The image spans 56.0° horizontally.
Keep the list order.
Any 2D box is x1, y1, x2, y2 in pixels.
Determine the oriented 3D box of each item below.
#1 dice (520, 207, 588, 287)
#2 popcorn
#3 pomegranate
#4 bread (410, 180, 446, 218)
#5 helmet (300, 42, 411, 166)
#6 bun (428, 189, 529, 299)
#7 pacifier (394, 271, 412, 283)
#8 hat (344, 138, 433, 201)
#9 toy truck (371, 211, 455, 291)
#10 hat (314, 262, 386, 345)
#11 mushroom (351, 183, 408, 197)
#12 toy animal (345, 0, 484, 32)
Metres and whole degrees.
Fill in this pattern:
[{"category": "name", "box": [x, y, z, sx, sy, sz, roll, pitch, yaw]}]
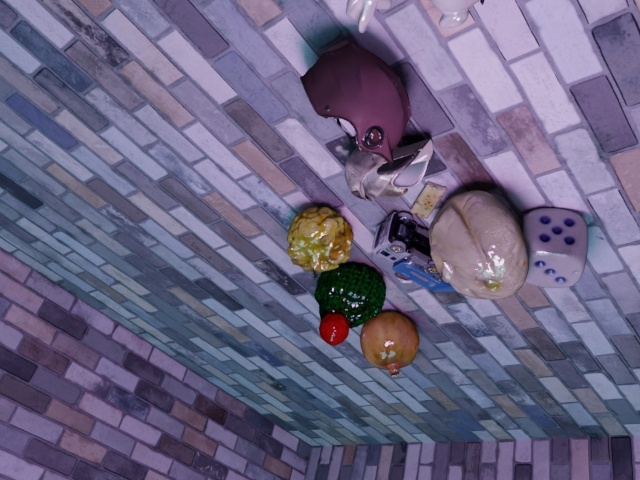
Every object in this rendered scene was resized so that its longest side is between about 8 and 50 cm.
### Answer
[{"category": "dice", "box": [0.714, 0.024, 1.866, 0.192, 0.194, 0.193, 6, 142, 12]}, {"category": "popcorn", "box": [-0.007, 0.005, 2.094, 0.249, 0.225, 0.249, 10, 138, 9]}, {"category": "pomegranate", "box": [0.291, 0.437, 2.519, 0.229, 0.270, 0.252, -26, 135, 33]}, {"category": "bread", "box": [0.347, -0.129, 1.943, 0.068, 0.028, 0.154, 21, 142, -4]}, {"category": "helmet", "box": [0.118, -0.364, 1.545, 0.338, 0.271, 0.197, 34, 109, -19]}, {"category": "bun", "box": [0.464, 0.030, 1.847, 0.219, 0.365, 0.365, -27, 144, -14]}, {"category": "pacifier", "box": [0.327, 0.121, 2.267, 0.099, 0.081, 0.078, 4, 116, -24]}, {"category": "hat", "box": [0.200, -0.229, 1.761, 0.275, 0.161, 0.232, -24, 171, 16]}, {"category": "toy truck", "box": [0.350, 0.052, 2.086, 0.367, 0.146, 0.175, 30, 146, -19]}, {"category": "hat", "box": [0.098, 0.264, 2.308, 0.274, 0.332, 0.242, -7, 137, 32]}, {"category": "mushroom", "box": [0.187, -0.166, 1.942, 0.202, 0.054, 0.059, -3, 135, 33]}, {"category": "toy animal", "box": [0.199, -0.569, 1.275, 0.310, 0.183, 0.247, 4, 143, 16]}]
